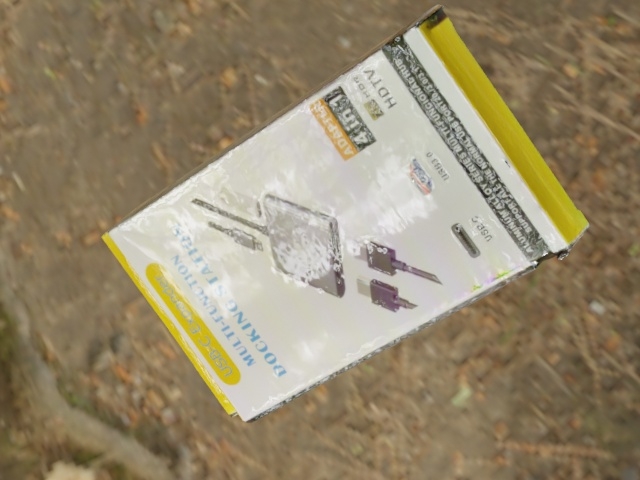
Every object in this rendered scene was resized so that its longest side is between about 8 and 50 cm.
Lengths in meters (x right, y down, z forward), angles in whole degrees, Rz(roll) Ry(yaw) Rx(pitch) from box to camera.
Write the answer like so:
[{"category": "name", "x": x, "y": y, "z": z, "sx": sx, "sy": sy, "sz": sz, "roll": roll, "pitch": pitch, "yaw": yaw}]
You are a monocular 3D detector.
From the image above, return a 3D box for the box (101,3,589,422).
[{"category": "box", "x": 0.000, "y": 0.000, "z": 0.970, "sx": 0.247, "sy": 0.033, "sz": 0.129, "roll": -32, "pitch": 97, "yaw": 35}]
